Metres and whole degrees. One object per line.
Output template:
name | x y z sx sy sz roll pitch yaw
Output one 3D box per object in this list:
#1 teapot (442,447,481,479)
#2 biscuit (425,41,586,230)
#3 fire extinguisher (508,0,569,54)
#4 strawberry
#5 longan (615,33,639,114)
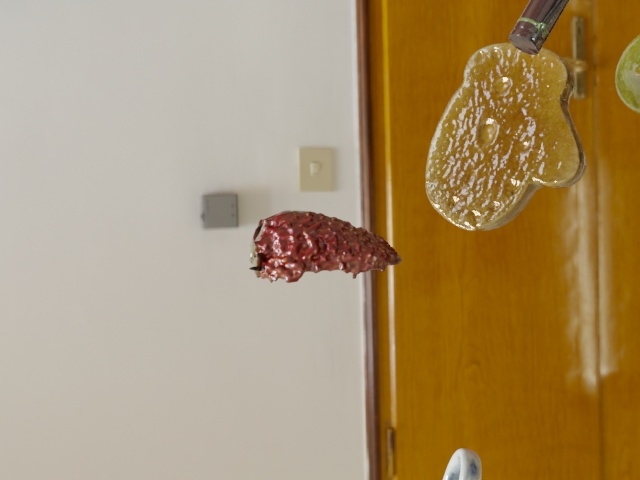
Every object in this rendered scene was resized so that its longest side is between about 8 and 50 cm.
teapot | 0.211 0.545 1.154 0.252 0.424 0.280 15 149 -1
biscuit | 0.332 -0.173 1.254 0.287 0.343 0.057 24 -173 39
fire extinguisher | 0.283 -0.302 0.862 0.043 0.158 0.064 29 -178 -12
strawberry | -0.002 -0.005 0.991 0.208 0.087 0.167 -8 -165 -8
longan | 0.524 -0.250 1.065 0.155 0.145 0.176 23 -159 30
